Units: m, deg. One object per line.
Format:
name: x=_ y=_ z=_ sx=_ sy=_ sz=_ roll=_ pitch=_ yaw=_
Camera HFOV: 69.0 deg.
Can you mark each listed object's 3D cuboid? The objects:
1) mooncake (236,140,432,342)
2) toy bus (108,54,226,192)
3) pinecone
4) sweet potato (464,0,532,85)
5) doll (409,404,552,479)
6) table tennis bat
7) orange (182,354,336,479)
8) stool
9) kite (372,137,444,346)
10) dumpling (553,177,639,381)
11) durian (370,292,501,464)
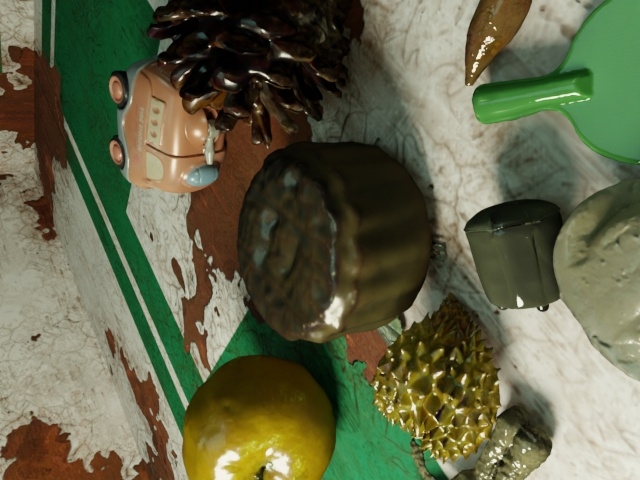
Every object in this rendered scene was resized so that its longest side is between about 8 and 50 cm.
mooncake: x=0.000 y=0.000 z=0.665 sx=0.290 sy=0.161 sz=0.291 roll=12 pitch=105 yaw=50
toy bus: x=-0.295 y=-0.225 z=0.972 sx=0.232 sy=0.194 sz=0.288 roll=31 pitch=123 yaw=27
pinecone: x=-0.092 y=-0.273 z=0.606 sx=0.241 sy=0.298 sz=0.296 roll=-5 pitch=96 yaw=28
sweet potato: x=0.191 y=-0.262 z=0.462 sx=0.065 sy=0.051 sz=0.219 roll=46 pitch=132 yaw=29
doll: x=0.206 y=0.348 z=0.602 sx=0.286 sy=0.091 sz=0.203 roll=-45 pitch=70 yaw=40
table tennis bat: x=0.261 y=-0.145 z=0.426 sx=0.257 sy=0.039 sz=0.161 roll=2 pitch=103 yaw=45
orange: x=-0.109 y=0.341 z=0.840 sx=0.235 sy=0.278 sz=0.279 roll=-130 pitch=37 yaw=-71
stool: x=0.208 y=0.014 z=0.490 sx=0.096 sy=0.096 sz=0.110 roll=-9 pitch=98 yaw=51
kite: x=0.077 y=0.014 z=0.711 sx=0.267 sy=0.013 sz=0.323 roll=-2 pitch=97 yaw=51
dumpling: x=0.284 y=0.036 z=0.400 sx=0.150 sy=0.092 sz=0.177 roll=-1 pitch=100 yaw=44
durian: x=0.150 y=0.184 z=0.593 sx=0.165 sy=0.132 sz=0.182 roll=45 pitch=112 yaw=8
